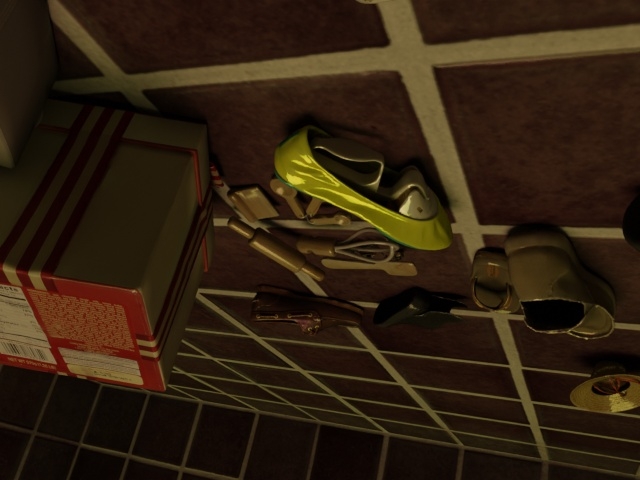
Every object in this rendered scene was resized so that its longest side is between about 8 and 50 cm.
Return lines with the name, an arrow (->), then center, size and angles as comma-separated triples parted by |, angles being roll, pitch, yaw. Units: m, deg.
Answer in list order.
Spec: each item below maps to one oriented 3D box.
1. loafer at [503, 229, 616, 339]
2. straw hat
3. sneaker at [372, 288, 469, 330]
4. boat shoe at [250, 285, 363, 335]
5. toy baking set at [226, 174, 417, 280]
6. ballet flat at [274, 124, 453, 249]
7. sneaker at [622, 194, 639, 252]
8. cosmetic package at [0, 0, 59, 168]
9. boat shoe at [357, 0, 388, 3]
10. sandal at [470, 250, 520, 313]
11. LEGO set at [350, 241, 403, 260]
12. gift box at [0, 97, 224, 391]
loafer -> 0.306, 0.080, 0.794 | 0.101, 0.092, 0.268 | -8, 149, 41
straw hat -> 0.516, 0.248, 1.101 | 0.144, 0.061, 0.145 | 4, 140, 3
sneaker -> 0.162, 0.124, 1.024 | 0.089, 0.051, 0.170 | 25, 151, -15
boat shoe -> -0.027, 0.141, 1.139 | 0.206, 0.073, 0.073 | 10, 155, 6
toy baking set -> -0.005, 0.001, 0.815 | 0.256, 0.030, 0.196 | 35, 148, -22
ballet flat -> 0.062, -0.056, 0.653 | 0.230, 0.077, 0.077 | 23, 138, -17
sneaker -> 0.425, -0.013, 0.530 | 0.145, 0.090, 0.270 | 26, 157, -29
cosmetic package -> -0.294, -0.174, 0.507 | 0.107, 0.127, 0.238 | 18, 154, -13
boat shoe -> 0.105, -0.180, 0.317 | 0.267, 0.096, 0.088 | -4, 156, 37
sandal -> 0.243, 0.070, 0.861 | 0.072, 0.049, 0.180 | 4, 155, 21
LEGO set -> 0.076, 0.014, 0.867 | 0.083, 0.024, 0.054 | 9, 162, -25
gift box -> -0.265, 0.003, 0.713 | 0.255, 0.258, 0.276 | 13, 143, -3
